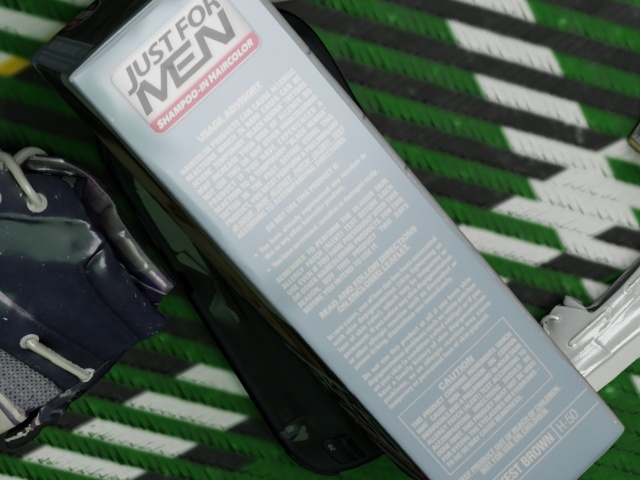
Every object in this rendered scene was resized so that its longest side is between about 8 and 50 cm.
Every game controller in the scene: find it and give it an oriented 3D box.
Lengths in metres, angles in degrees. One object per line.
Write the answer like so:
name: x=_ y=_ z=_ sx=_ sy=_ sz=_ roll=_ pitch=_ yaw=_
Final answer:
game controller: x=-0.013 y=0.005 z=1.140 sx=0.166 sy=0.067 sz=0.319 roll=-33 pitch=107 yaw=-9

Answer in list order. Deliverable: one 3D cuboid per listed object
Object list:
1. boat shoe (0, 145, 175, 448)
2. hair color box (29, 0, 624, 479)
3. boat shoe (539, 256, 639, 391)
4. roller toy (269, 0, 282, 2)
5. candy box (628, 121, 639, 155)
boat shoe: x=-0.238 y=-0.033 z=1.069 sx=0.158 sy=0.127 sz=0.340 roll=-32 pitch=115 yaw=15
hair color box: x=0.000 y=0.000 z=1.010 sx=0.113 sy=0.185 sz=0.374 roll=-43 pitch=107 yaw=-6
boat shoe: x=0.187 y=0.064 z=1.163 sx=0.184 sy=0.066 sz=0.063 roll=-38 pitch=91 yaw=10
roller toy: x=0.006 y=-0.237 z=0.993 sx=0.209 sy=0.191 sz=0.146 roll=-19 pitch=107 yaw=6
candy box: x=0.367 y=-0.144 z=1.097 sx=0.183 sy=0.087 sz=0.316 roll=28 pitch=102 yaw=-11
